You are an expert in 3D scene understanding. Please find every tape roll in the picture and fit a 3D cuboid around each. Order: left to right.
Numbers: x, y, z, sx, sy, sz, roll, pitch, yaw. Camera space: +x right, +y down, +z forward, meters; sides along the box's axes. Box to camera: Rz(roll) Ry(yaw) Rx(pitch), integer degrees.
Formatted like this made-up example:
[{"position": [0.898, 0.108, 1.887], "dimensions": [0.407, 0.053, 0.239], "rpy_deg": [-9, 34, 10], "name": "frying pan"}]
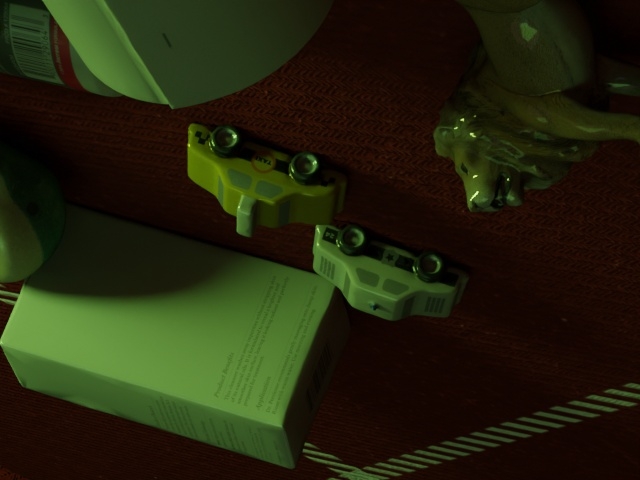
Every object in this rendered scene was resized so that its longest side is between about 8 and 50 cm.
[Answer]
[{"position": [-0.120, -0.255, 1.585], "dimensions": [0.246, 0.246, 0.169], "rpy_deg": [10, 153, 25], "name": "tape roll"}]

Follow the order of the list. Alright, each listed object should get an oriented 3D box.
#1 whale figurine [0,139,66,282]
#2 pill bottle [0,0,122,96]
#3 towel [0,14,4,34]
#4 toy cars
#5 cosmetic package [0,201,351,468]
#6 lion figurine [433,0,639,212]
[{"position": [-0.414, -0.082, 2.375], "dimensions": [0.272, 0.141, 0.216], "rpy_deg": [54, 151, -10], "name": "whale figurine"}, {"position": [-0.312, -0.249, 1.837], "dimensions": [0.318, 0.176, 0.176], "rpy_deg": [14, 155, 17], "name": "pill bottle"}, {"position": [-0.422, -0.303, 1.727], "dimensions": [0.324, 0.312, 0.056], "rpy_deg": [-6, -172, 41], "name": "towel"}, {"position": [0.000, 0.000, 2.217], "dimensions": [0.393, 0.087, 0.176], "rpy_deg": [37, 152, -32], "name": "toy cars"}, {"position": [-0.181, 0.118, 2.465], "dimensions": [0.385, 0.217, 0.156], "rpy_deg": [17, 156, 14], "name": "cosmetic package"}, {"position": [0.180, -0.178, 1.674], "dimensions": [0.240, 0.142, 0.392], "rpy_deg": [16, 143, 31], "name": "lion figurine"}]
